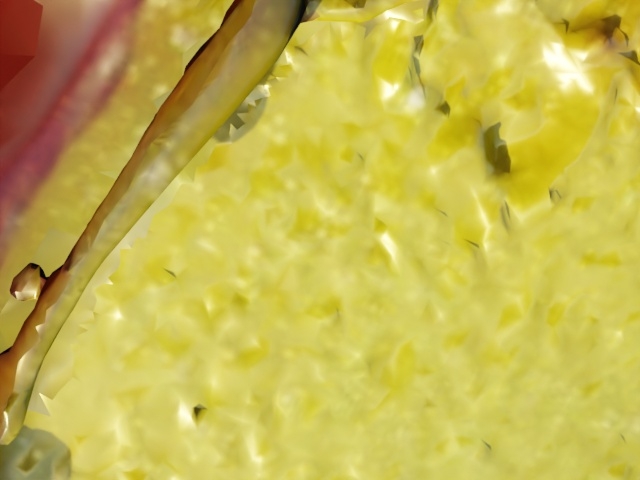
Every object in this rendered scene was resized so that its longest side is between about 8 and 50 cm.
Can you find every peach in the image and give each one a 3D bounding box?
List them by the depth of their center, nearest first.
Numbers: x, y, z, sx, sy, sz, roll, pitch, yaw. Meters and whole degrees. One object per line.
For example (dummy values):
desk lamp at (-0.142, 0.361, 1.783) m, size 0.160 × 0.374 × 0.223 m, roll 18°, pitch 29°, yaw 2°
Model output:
peach at (-0.009, 0.005, 0.620) m, size 0.406 × 0.335 × 0.310 m, roll -67°, pitch -157°, yaw 18°
